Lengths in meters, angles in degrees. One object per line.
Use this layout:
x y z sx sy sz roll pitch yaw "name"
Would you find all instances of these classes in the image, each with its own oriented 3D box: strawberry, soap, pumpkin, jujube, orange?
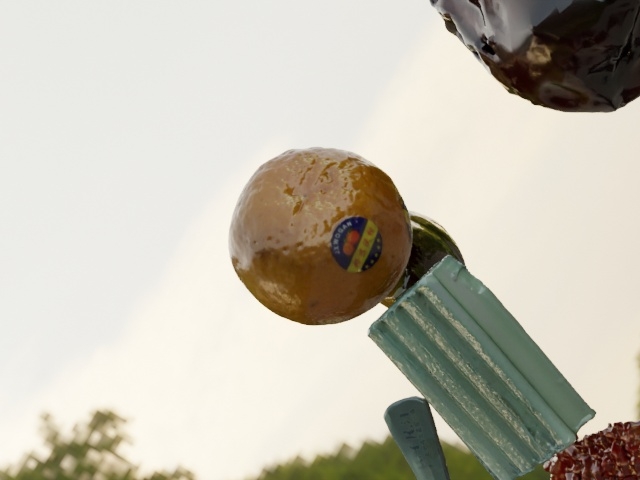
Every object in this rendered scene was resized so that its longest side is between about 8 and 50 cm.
0.317 0.229 1.809 0.286 0.188 0.106 61 -162 -79 "strawberry"
0.145 0.118 1.690 0.063 0.198 0.114 -40 -1 -42 "soap"
0.090 0.011 2.043 0.149 0.254 0.130 -50 -26 -18 "pumpkin"
0.241 -0.288 1.933 0.258 0.258 0.377 -66 31 23 "jujube"
0.000 -0.003 1.761 0.177 0.177 0.155 -57 -20 -17 "orange"

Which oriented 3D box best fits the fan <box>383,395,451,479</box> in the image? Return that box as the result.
0.140 0.308 2.062 0.057 0.282 0.023 -22 -4 21 "fan"
